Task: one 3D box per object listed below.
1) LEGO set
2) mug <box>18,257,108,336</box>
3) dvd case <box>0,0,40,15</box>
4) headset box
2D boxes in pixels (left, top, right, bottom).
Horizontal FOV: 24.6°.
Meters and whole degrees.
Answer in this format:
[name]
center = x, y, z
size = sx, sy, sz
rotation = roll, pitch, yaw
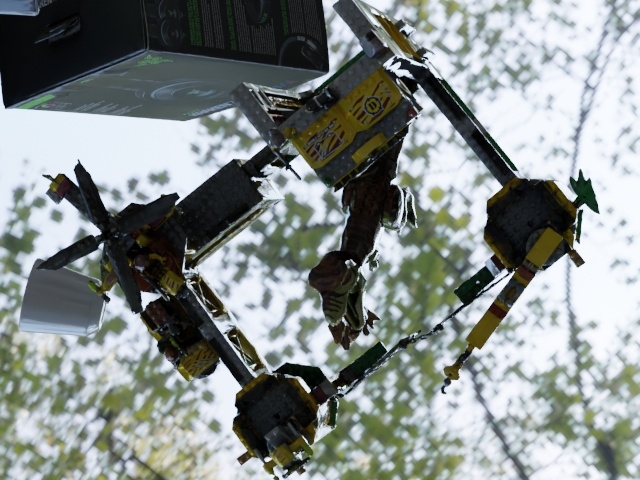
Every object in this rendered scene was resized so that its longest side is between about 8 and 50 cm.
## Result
[LEGO set]
center = 0.000, 0.000, 0.941
size = 0.255, 0.331, 0.192
rotation = 61, -166, 5
[mug]
center = -0.210, 0.048, 1.221
size = 0.064, 0.062, 0.078
rotation = 12, -160, -3
[dvd case]
center = -0.288, -0.223, 0.925
size = 0.238, 0.030, 0.179
rotation = 4, -123, -6
[headset box]
center = -0.177, -0.222, 1.568
size = 0.283, 0.246, 0.131
rotation = 0, -100, -48
